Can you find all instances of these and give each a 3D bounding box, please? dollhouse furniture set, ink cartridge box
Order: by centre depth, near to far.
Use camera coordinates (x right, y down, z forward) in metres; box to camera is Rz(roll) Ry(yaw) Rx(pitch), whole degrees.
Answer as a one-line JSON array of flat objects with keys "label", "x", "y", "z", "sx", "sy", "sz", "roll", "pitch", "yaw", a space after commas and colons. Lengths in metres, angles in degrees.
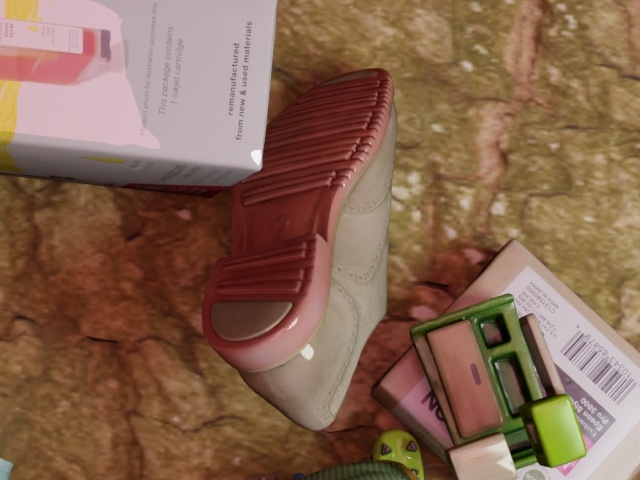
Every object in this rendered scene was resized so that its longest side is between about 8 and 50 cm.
[{"label": "dollhouse furniture set", "x": 0.054, "y": 0.160, "z": 1.701, "sx": 0.302, "sy": 0.197, "sz": 0.151, "roll": -19, "pitch": 85, "yaw": -2}, {"label": "ink cartridge box", "x": -0.256, "y": -0.143, "z": 1.745, "sx": 0.385, "sy": 0.279, "sz": 0.160, "roll": 6, "pitch": 85, "yaw": -12}, {"label": "ink cartridge box", "x": 0.197, "y": 0.148, "z": 1.852, "sx": 0.235, "sy": 0.088, "sz": 0.193, "roll": 42, "pitch": 80, "yaw": 3}]

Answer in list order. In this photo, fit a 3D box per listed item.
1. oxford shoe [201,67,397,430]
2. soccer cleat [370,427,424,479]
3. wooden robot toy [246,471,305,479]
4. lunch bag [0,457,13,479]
[{"label": "oxford shoe", "x": 0.000, "y": 0.000, "z": 1.808, "sx": 0.141, "sy": 0.146, "sz": 0.397, "roll": -9, "pitch": 40, "yaw": 30}, {"label": "soccer cleat", "x": 0.073, "y": 0.264, "z": 1.831, "sx": 0.060, "sy": 0.072, "sz": 0.178, "roll": 0, "pitch": 80, "yaw": -6}, {"label": "wooden robot toy", "x": -0.010, "y": 0.282, "z": 1.820, "sx": 0.076, "sy": 0.079, "sz": 0.173, "roll": -36, "pitch": 84, "yaw": -9}, {"label": "lunch bag", "x": -0.423, "y": 0.256, "z": 1.760, "sx": 0.262, "sy": 0.160, "sz": 0.223, "roll": 18, "pitch": 79, "yaw": 5}]
